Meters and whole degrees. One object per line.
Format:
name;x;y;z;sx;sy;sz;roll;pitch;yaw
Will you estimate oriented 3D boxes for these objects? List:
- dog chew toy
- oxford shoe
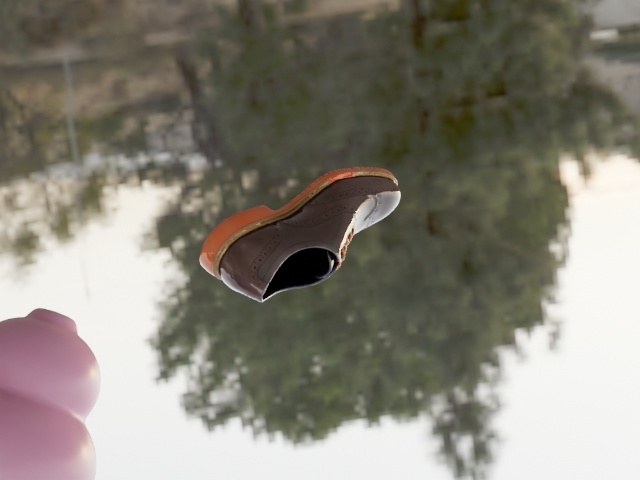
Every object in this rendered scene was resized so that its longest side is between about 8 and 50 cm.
dog chew toy;-0.304;0.224;1.512;0.207;0.331;0.206;17;165;5
oxford shoe;0.000;0.000;1.739;0.271;0.097;0.098;-26;-126;-36
